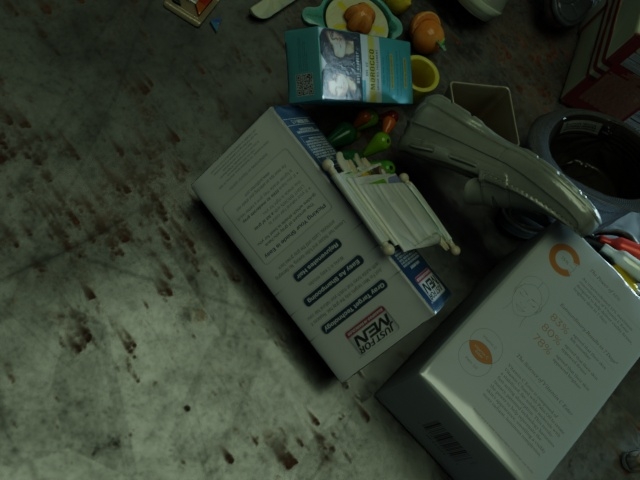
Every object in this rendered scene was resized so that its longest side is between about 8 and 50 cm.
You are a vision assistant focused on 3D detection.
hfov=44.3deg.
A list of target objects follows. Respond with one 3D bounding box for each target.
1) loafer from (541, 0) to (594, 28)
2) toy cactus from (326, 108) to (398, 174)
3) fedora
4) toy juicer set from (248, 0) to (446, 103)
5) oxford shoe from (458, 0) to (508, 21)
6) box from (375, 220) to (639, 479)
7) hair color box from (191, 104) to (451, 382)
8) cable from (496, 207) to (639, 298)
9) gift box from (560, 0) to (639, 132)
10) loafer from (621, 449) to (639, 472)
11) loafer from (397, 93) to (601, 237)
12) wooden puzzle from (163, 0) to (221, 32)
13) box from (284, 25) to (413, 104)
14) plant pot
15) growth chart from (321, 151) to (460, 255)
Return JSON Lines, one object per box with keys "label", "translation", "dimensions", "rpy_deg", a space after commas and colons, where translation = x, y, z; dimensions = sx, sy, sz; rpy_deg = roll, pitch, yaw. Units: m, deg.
{"label": "loafer", "translation": [0.474, -0.520, 1.513], "dimensions": [0.109, 0.095, 0.303], "rpy_deg": [35, 65, -29]}
{"label": "toy cactus", "translation": [0.027, -0.124, 1.208], "dimensions": [0.180, 0.112, 0.219], "rpy_deg": [13, 67, 7]}
{"label": "fedora", "translation": [0.434, -0.097, 1.282], "dimensions": [0.243, 0.124, 0.275], "rpy_deg": [23, 42, 4]}
{"label": "toy juicer set", "translation": [0.073, -0.387, 1.315], "dimensions": [0.329, 0.089, 0.209], "rpy_deg": [28, 64, -6]}
{"label": "oxford shoe", "translation": [0.203, -0.595, 1.390], "dimensions": [0.449, 0.130, 0.169], "rpy_deg": [51, 34, 2]}
{"label": "box", "translation": [0.284, 0.170, 1.127], "dimensions": [0.345, 0.168, 0.215], "rpy_deg": [-41, 86, -26]}
{"label": "hair color box", "translation": [0.000, 0.000, 1.086], "dimensions": [0.347, 0.174, 0.105], "rpy_deg": [52, 24, 6]}
{"label": "cable", "translation": [0.437, -0.008, 1.301], "dimensions": [0.287, 0.072, 0.139], "rpy_deg": [34, 58, -3]}
{"label": "gift box", "translation": [0.619, -0.348, 1.386], "dimensions": [0.255, 0.276, 0.258], "rpy_deg": [29, 62, -12]}
{"label": "loafer", "translation": [0.528, 0.334, 1.216], "dimensions": [0.125, 0.039, 0.045], "rpy_deg": [-5, 71, -20]}
{"label": "loafer", "translation": [0.254, -0.092, 1.143], "dimensions": [0.319, 0.112, 0.111], "rpy_deg": [38, 96, 26]}
{"label": "wooden puzzle", "translation": [-0.207, -0.386, 1.264], "dimensions": [0.116, 0.014, 0.079], "rpy_deg": [25, 64, -8]}
{"label": "box", "translation": [0.048, -0.249, 1.151], "dimensions": [0.244, 0.060, 0.101], "rpy_deg": [-11, 100, -53]}
{"label": "plant pot", "translation": [0.247, -0.185, 1.291], "dimensions": [0.109, 0.096, 0.109], "rpy_deg": [2, 69, -19]}
{"label": "growth chart", "translation": [0.101, -0.048, 1.080], "dimensions": [0.237, 0.021, 0.172], "rpy_deg": [-2, 56, -57]}
